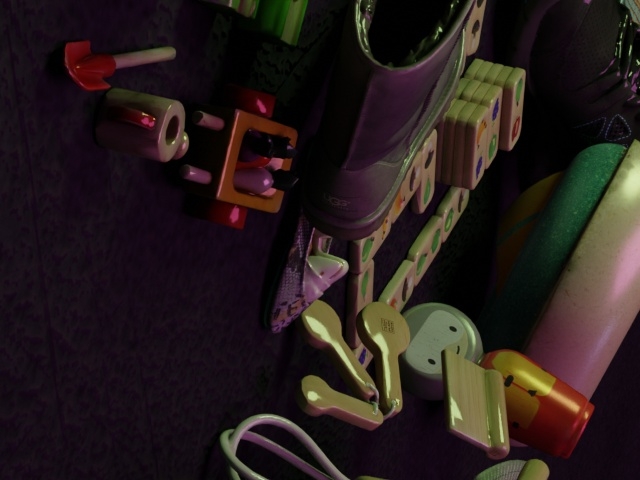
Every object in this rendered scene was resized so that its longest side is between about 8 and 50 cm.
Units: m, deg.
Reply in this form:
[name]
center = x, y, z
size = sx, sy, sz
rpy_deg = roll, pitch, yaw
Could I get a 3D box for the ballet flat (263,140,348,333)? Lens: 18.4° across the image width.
[ballet flat]
center = 0.000, 0.000, 1.105
size = 0.041, 0.041, 0.114
rpy_deg = 25, 80, -72

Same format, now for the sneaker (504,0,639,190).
[sneaker]
center = 0.229, -0.129, 1.548
size = 0.341, 0.139, 0.125
rpy_deg = 65, 44, -62

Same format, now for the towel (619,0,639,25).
[towel]
center = 0.314, -0.289, 1.770
size = 0.271, 0.040, 0.370
rpy_deg = 47, 55, -61

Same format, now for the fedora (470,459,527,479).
[fedora]
center = 0.033, 0.248, 1.258
size = 0.275, 0.124, 0.244
rpy_deg = -48, 146, -42

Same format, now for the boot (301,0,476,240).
[boot]
center = 0.042, -0.113, 1.006
size = 0.208, 0.076, 0.190
rpy_deg = 94, 10, -62

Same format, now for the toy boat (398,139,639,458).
[toy boat]
center = 0.154, 0.050, 1.464
size = 0.267, 0.148, 0.318
rpy_deg = -66, 172, 27

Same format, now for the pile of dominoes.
[pile of dominoes]
center = 0.081, -0.046, 1.321
size = 0.251, 0.040, 0.196
rpy_deg = -55, 154, -49

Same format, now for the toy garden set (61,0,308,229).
[toy garden set]
center = -0.040, -0.111, 0.875
size = 0.244, 0.049, 0.204
rpy_deg = 16, 89, -73

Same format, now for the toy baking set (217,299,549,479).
[toy baking set]
center = 0.037, 0.140, 1.132
size = 0.030, 0.197, 0.256
rpy_deg = -43, -169, 40
